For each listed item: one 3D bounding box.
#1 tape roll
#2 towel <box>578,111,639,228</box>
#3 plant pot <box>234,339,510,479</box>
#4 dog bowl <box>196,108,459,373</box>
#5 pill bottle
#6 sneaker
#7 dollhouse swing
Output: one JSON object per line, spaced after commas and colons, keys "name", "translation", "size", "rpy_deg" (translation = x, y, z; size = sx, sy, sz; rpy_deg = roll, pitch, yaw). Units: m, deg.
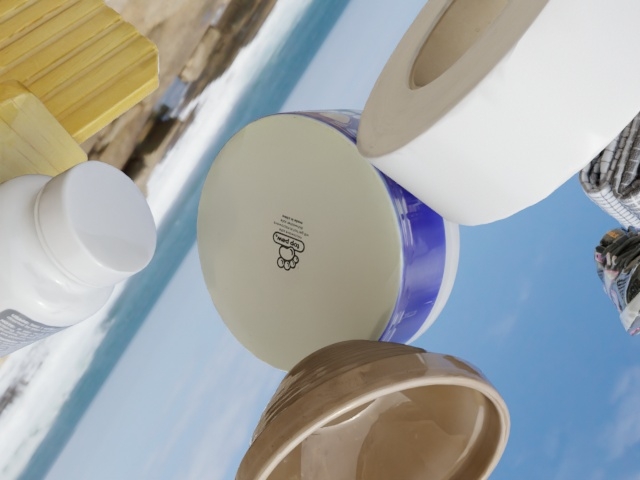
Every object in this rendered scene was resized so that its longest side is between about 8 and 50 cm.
{"name": "tape roll", "translation": [0.153, -0.155, 0.621], "size": [0.286, 0.100, 0.286], "rpy_deg": [-50, -164, 21]}
{"name": "towel", "translation": [0.508, -0.161, 1.149], "size": [0.121, 0.235, 0.283], "rpy_deg": [21, -89, 41]}
{"name": "plant pot", "translation": [0.030, 0.164, 0.664], "size": [0.237, 0.237, 0.110], "rpy_deg": [-55, -140, 21]}
{"name": "dog bowl", "translation": [0.000, 0.000, 0.791], "size": [0.104, 0.265, 0.265], "rpy_deg": [-12, 146, -51]}
{"name": "pill bottle", "translation": [-0.347, 0.031, 0.887], "size": [0.318, 0.176, 0.176], "rpy_deg": [-23, -156, 27]}
{"name": "sneaker", "translation": [0.236, 0.023, 0.585], "size": [0.072, 0.077, 0.178], "rpy_deg": [-31, 161, 3]}
{"name": "dollhouse swing", "translation": [-0.419, -0.274, 0.989], "size": [0.305, 0.347, 0.315], "rpy_deg": [-46, 166, -10]}
